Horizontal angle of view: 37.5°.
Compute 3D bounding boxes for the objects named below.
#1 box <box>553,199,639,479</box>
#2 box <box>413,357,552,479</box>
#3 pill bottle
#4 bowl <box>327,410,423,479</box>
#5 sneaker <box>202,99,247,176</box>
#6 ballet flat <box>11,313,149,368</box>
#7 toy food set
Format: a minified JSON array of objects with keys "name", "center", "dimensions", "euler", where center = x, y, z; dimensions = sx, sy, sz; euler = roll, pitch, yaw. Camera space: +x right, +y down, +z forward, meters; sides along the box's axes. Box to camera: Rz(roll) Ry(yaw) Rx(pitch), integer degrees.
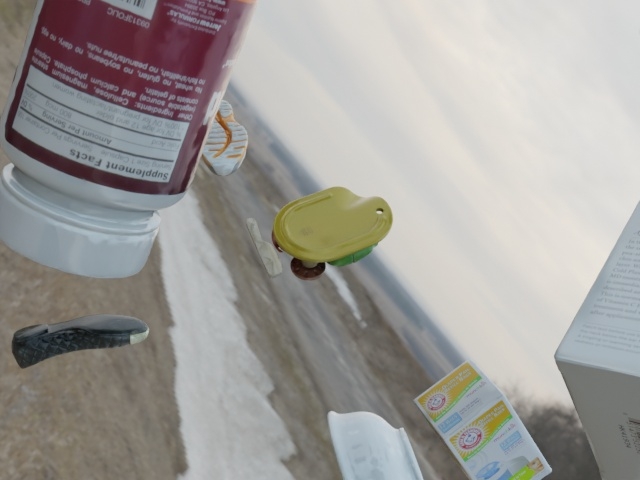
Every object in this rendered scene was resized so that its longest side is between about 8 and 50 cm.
[{"name":"box","center":[0.405,0.072,0.957],"dimensions":[0.168,0.345,0.215],"euler":[9,-41,41]},{"name":"box","center":[0.246,0.296,1.432],"dimensions":[0.203,0.114,0.103],"euler":[56,-3,-33]},{"name":"pill bottle","center":[-0.224,-0.170,1.059],"dimensions":[0.224,0.392,0.224],"euler":[21,17,-7]},{"name":"bowl","center":[0.125,0.455,1.851],"dimensions":[0.298,0.134,0.297],"euler":[-21,90,-87]},{"name":"sneaker","center":[-0.169,-0.161,1.605],"dimensions":[0.214,0.084,0.083],"euler":[-105,-164,-55]},{"name":"ballet flat","center":[-0.301,0.126,1.191],"dimensions":[0.057,0.173,0.049],"euler":[-96,179,-67]},{"name":"toy food set","center":[0.000,0.000,1.366],"dimensions":[0.128,0.218,0.071],"euler":[55,-26,37]}]
